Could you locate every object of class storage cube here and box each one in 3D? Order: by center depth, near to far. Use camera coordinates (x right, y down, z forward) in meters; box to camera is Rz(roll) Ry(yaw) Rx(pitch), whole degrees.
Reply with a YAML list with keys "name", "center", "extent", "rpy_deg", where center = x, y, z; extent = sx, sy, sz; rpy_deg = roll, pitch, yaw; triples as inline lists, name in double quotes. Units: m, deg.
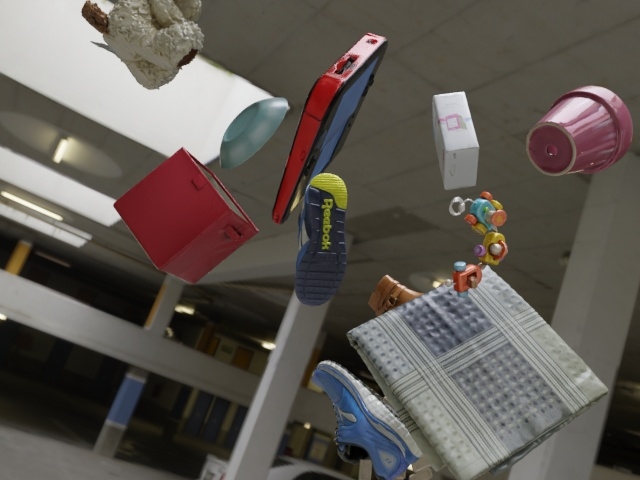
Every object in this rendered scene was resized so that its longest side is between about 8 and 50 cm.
- name: "storage cube"
  center: [-0.281, -0.046, 1.443]
  extent: [0.215, 0.193, 0.183]
  rpy_deg: [52, 1, 18]

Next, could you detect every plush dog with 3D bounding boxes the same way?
- name: "plush dog"
  center: [-0.310, -0.446, 1.307]
  extent: [0.211, 0.225, 0.262]
  rpy_deg: [38, -18, -20]

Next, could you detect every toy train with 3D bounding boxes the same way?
- name: "toy train"
  center: [0.257, 0.007, 1.092]
  extent: [0.125, 0.166, 0.046]
  rpy_deg: [-17, 21, -30]

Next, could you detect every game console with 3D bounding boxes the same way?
- name: "game console"
  center: [0.026, -0.248, 1.460]
  extent: [0.060, 0.386, 0.341]
  rpy_deg: [26, -51, 8]

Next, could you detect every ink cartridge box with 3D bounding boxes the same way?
- name: "ink cartridge box"
  center: [0.206, -0.152, 1.041]
  extent: [0.052, 0.122, 0.088]
  rpy_deg: [-6, -36, 5]

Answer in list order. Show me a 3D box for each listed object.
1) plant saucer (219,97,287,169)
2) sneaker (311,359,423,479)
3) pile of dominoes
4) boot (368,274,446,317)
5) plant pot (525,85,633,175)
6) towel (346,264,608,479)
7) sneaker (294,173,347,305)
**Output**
- name: "plant saucer"
  center: [-0.150, -0.232, 1.396]
  extent: [0.037, 0.194, 0.195]
  rpy_deg: [43, -24, -28]
- name: "sneaker"
  center: [0.066, 0.371, 1.404]
  extent: [0.130, 0.147, 0.330]
  rpy_deg: [44, -5, -39]
- name: "pile of dominoes"
  center: [0.181, 0.501, 1.620]
  extent: [0.196, 0.251, 0.040]
  rpy_deg: [5, 2, -20]
- name: "boot"
  center: [0.194, 0.126, 1.497]
  extent: [0.073, 0.197, 0.152]
  rpy_deg: [12, 32, -49]
- name: "plant pot"
  center: [0.580, -0.237, 1.560]
  extent: [0.201, 0.180, 0.201]
  rpy_deg: [33, -44, 39]
- name: "towel"
  center: [0.256, 0.213, 1.130]
  extent: [0.324, 0.312, 0.056]
  rpy_deg: [52, -24, 35]
- name: "sneaker"
  center: [0.000, 0.000, 0.743]
  extent: [0.053, 0.144, 0.059]
  rpy_deg: [8, 1, -13]
